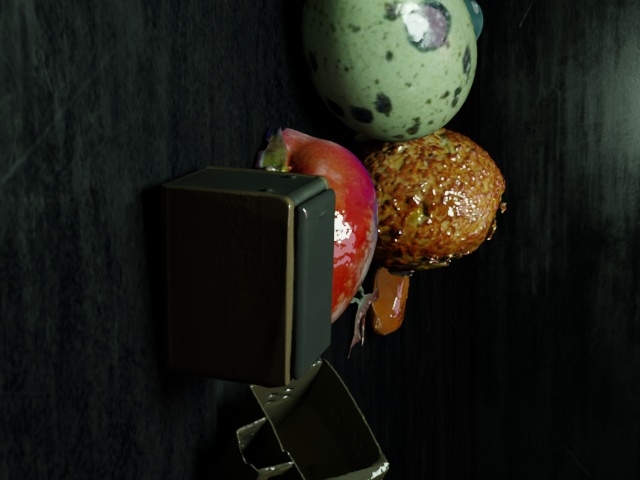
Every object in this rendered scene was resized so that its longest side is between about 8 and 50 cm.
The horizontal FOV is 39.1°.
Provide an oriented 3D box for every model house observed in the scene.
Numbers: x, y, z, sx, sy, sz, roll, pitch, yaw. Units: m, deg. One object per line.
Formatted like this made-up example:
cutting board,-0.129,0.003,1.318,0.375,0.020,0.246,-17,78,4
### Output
model house,-0.057,0.332,1.262,0.204,0.211,0.243,-11,141,-32

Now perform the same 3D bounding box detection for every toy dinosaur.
toy dinosaur,0.086,0.147,1.880,0.108,0.032,0.220,74,34,-50

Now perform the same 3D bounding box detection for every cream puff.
cream puff,0.177,-0.101,1.705,0.350,0.350,0.229,-61,141,-55

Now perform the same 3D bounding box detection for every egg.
egg,0.115,-0.330,1.515,0.379,0.287,0.288,61,35,-60

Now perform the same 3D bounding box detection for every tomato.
tomato,0.005,-0.003,1.393,0.290,0.176,0.335,76,22,-46

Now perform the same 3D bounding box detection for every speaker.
speaker,-0.089,0.040,1.089,0.153,0.192,0.231,-39,132,-68

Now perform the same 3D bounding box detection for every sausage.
sausage,0.148,0.119,1.978,0.089,0.089,0.179,49,45,-64

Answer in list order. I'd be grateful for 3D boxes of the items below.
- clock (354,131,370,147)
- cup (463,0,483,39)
clock,0.114,-0.297,1.826,0.194,0.100,0.195,56,32,-61
cup,0.317,-0.567,2.339,0.173,0.167,0.300,-15,79,-61
